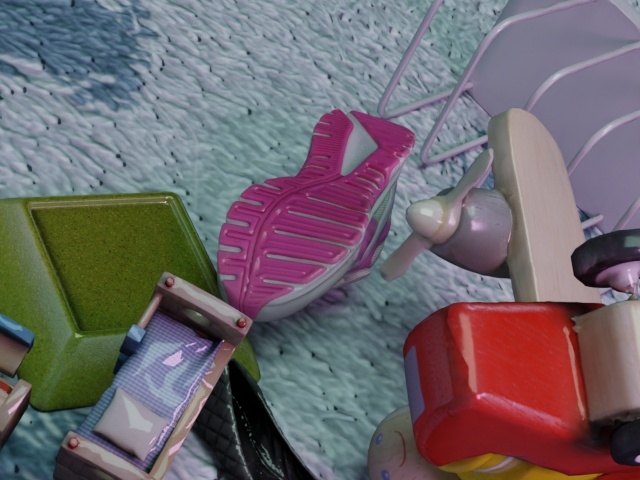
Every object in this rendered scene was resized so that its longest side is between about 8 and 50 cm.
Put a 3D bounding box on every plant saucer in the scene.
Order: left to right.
[{"bbox_3d":[-0.149,0.029,1.117,0.188,0.045,0.188,-4,51,-34],"label":"plant saucer"}]

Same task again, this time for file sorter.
[{"bbox_3d":[0.212,-0.103,1.365,0.173,0.193,0.278,-22,62,-40],"label":"file sorter"}]

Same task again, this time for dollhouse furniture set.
[{"bbox_3d":[-0.161,0.074,0.963,0.183,0.129,0.129,30,69,-2],"label":"dollhouse furniture set"}]

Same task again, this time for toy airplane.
[{"bbox_3d":[0.169,0.135,1.076,0.384,0.272,0.386,63,24,-20],"label":"toy airplane"}]

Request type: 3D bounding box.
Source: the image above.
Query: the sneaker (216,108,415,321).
[{"bbox_3d":[0.000,0.000,1.184,0.103,0.111,0.252,21,38,19],"label":"sneaker"}]

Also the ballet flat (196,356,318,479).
[{"bbox_3d":[-0.034,0.157,1.052,0.057,0.049,0.173,-20,61,-42],"label":"ballet flat"}]
